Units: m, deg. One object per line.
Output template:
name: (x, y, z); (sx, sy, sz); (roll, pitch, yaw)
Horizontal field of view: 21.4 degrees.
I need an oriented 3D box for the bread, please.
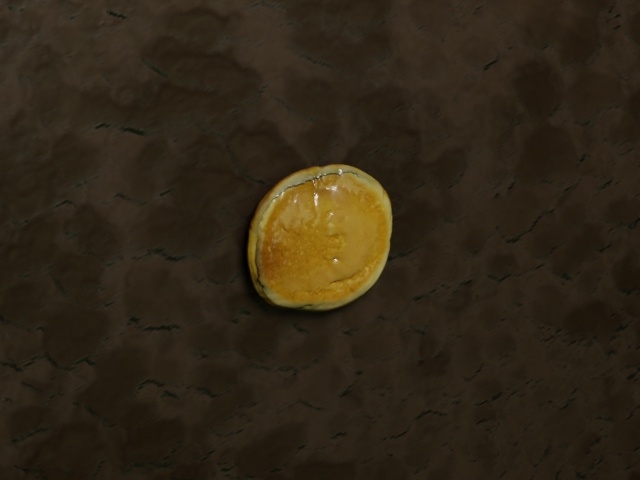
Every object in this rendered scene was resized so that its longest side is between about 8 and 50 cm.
bread: (0.000, 0.000, 1.118); (0.110, 0.024, 0.110); (-10, 115, -22)
